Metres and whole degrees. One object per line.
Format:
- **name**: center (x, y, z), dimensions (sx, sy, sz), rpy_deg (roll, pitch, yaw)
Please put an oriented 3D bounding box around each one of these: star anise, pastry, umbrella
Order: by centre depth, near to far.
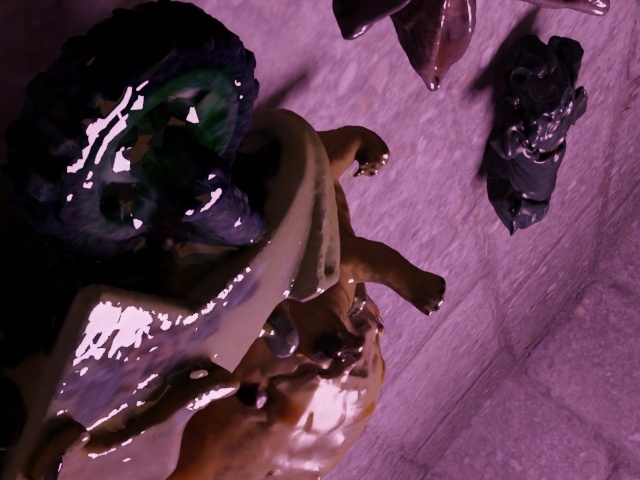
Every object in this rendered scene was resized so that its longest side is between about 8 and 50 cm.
- **star anise**: center (0.087, -0.206, 0.585), dimensions (0.198, 0.111, 0.257), rpy_deg (-26, 141, 3)
- **pastry**: center (-0.042, 0.142, 0.801), dimensions (0.256, 0.170, 0.236), rpy_deg (-52, 156, 14)
- **umbrella**: center (0.240, -0.102, 1.072), dimensions (0.143, 0.094, 0.349), rpy_deg (-55, 161, -9)

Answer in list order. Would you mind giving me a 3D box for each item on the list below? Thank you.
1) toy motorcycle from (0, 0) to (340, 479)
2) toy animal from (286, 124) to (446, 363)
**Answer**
- **toy motorcycle**: center (-0.130, 0.061, 0.513), dimensions (0.237, 0.169, 0.410), rpy_deg (1, 130, -56)
- **toy animal**: center (0.000, 0.000, 0.639), dimensions (0.101, 0.219, 0.103), rpy_deg (9, 140, -37)
